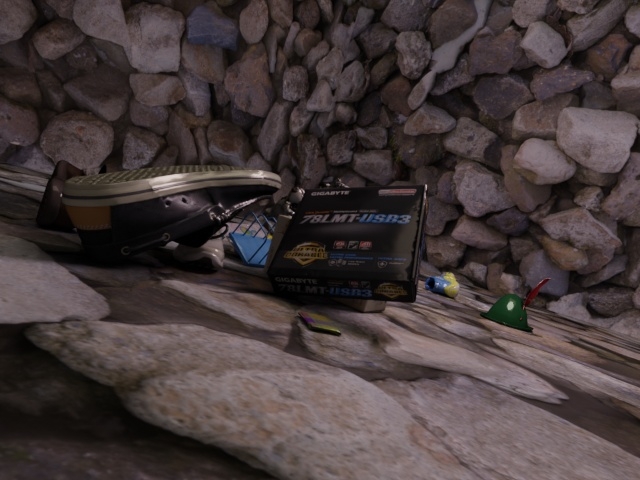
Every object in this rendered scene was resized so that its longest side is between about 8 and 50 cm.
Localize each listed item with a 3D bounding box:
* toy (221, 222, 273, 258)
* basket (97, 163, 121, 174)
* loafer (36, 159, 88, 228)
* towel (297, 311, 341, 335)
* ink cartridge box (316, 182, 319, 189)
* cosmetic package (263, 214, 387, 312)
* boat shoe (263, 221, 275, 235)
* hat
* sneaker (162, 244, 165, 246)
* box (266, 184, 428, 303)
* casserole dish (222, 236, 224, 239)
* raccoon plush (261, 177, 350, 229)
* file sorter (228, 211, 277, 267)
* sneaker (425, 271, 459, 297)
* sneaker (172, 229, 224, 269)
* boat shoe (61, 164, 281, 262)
[{"bbox_3d":[-0.207,0.013,1.369,0.137,0.056,0.237,48,23,17],"label":"toy"},{"bbox_3d":[-0.521,-0.105,1.330,0.227,0.154,0.204,18,8,-34],"label":"basket"},{"bbox_3d":[-0.588,-0.095,1.119,0.130,0.133,0.366,19,11,-29],"label":"loafer"},{"bbox_3d":[-0.002,0.140,0.791,0.060,0.009,0.083,15,4,-20],"label":"towel"},{"bbox_3d":[0.099,-0.048,1.902,0.308,0.303,0.072,15,6,-7],"label":"ink cartridge box"},{"bbox_3d":[0.024,0.051,1.139,0.310,0.160,0.113,17,4,33],"label":"cosmetic package"},{"bbox_3d":[-0.151,0.009,1.624,0.096,0.098,0.277,16,13,-23],"label":"boat shoe"},{"bbox_3d":[0.652,0.189,1.563,0.173,0.183,0.209,17,3,29],"label":"hat"},{"bbox_3d":[-0.443,-0.033,1.149,0.097,0.084,0.235,30,1,-44],"label":"sneaker"},{"bbox_3d":[0.071,-0.006,0.995,0.296,0.293,0.073,2,-46,19],"label":"box"},{"bbox_3d":[-0.409,-0.035,1.616,0.189,0.036,0.114,16,3,-8],"label":"casserole dish"},{"bbox_3d":[0.000,0.000,1.604,0.299,0.446,0.216,-28,24,-16],"label":"raccoon plush"},{"bbox_3d":[-0.142,0.000,1.288,0.170,0.104,0.118,11,37,-51],"label":"file sorter"},{"bbox_3d":[0.498,0.172,1.952,0.126,0.091,0.240,15,4,1],"label":"sneaker"},{"bbox_3d":[-0.275,-0.007,1.078,0.110,0.118,0.292,16,4,-21],"label":"sneaker"},{"bbox_3d":[-0.268,-0.071,0.955,0.187,0.155,0.500,9,17,31],"label":"boat shoe"}]
